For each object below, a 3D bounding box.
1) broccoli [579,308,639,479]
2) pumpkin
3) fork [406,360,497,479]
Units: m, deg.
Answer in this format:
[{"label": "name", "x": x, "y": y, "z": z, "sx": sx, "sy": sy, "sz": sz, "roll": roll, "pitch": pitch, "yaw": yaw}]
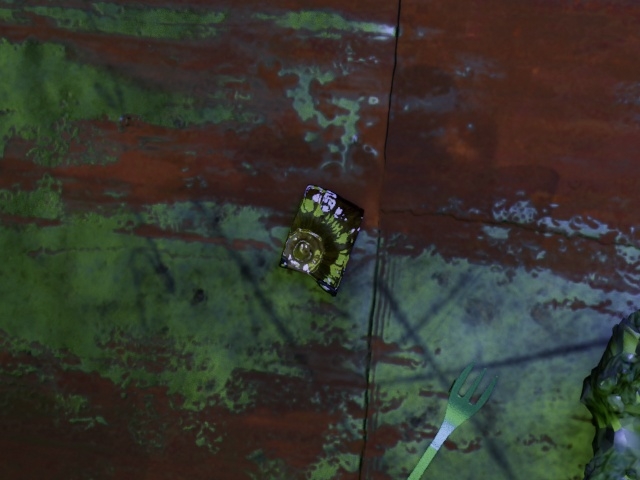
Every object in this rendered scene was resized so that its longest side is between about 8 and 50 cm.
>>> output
[{"label": "broccoli", "x": 0.407, "y": 0.211, "z": 1.260, "sx": 0.249, "sy": 0.302, "sz": 0.375, "roll": -20, "pitch": 78, "yaw": -29}, {"label": "pumpkin", "x": 0.002, "y": -0.001, "z": 1.454, "sx": 0.073, "sy": 0.035, "sz": 0.101, "roll": 23, "pitch": 90, "yaw": -1}, {"label": "fork", "x": 0.107, "y": 0.228, "z": 1.436, "sx": 0.039, "sy": 0.021, "sz": 0.235, "roll": 34, "pitch": 97, "yaw": 13}]
